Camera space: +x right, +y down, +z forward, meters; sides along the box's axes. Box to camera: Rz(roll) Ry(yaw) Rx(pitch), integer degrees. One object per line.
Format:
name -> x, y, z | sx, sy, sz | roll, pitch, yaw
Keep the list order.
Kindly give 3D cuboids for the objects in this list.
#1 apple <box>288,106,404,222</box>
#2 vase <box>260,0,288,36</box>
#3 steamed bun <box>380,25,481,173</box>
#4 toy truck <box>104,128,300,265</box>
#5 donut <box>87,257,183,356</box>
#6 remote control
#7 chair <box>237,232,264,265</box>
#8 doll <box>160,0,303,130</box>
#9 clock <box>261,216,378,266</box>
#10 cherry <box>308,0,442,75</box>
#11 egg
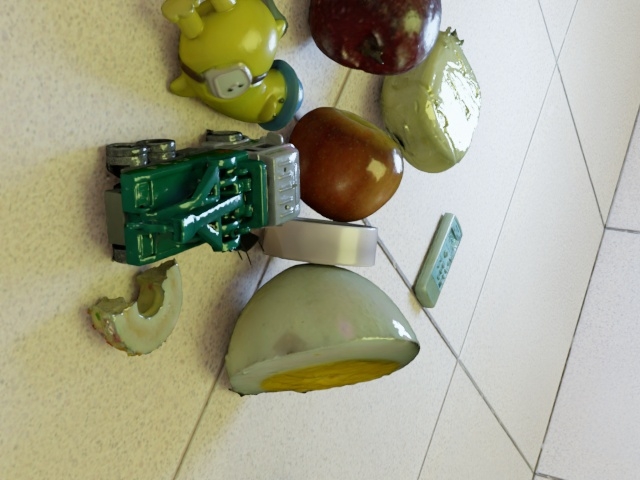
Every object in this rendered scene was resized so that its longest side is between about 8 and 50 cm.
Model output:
apple -> 0.038, -0.131, 1.701 | 0.173, 0.210, 0.235 | -64, 178, 14
vase -> -0.110, -0.399, 1.503 | 0.086, 0.086, 0.214 | -66, 152, -24
steamed bun -> 0.215, -0.291, 2.010 | 0.232, 0.166, 0.273 | 45, 53, -41
toy truck -> -0.168, -0.060, 1.401 | 0.363, 0.178, 0.176 | -27, 120, -58
donut -> -0.259, 0.104, 1.394 | 0.166, 0.065, 0.108 | -44, 134, -48
remote control -> 0.287, 0.049, 2.349 | 0.233, 0.038, 0.098 | -66, 147, -26
chair -> -0.126, 0.001, 1.622 | 0.042, 0.037, 0.086 | -55, 147, -18
doll -> -0.131, -0.265, 1.467 | 0.199, 0.145, 0.363 | -34, 151, 0
clock -> 0.000, 0.000, 1.679 | 0.197, 0.197, 0.068 | 1, 96, -60
cherry -> 0.100, -0.413, 1.714 | 0.203, 0.230, 0.300 | 85, 15, -48
egg -> -0.011, 0.137, 1.641 | 0.337, 0.337, 0.201 | 24, 49, -59
